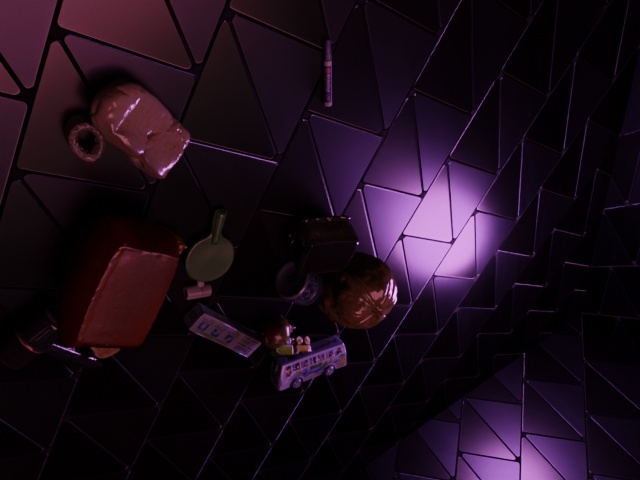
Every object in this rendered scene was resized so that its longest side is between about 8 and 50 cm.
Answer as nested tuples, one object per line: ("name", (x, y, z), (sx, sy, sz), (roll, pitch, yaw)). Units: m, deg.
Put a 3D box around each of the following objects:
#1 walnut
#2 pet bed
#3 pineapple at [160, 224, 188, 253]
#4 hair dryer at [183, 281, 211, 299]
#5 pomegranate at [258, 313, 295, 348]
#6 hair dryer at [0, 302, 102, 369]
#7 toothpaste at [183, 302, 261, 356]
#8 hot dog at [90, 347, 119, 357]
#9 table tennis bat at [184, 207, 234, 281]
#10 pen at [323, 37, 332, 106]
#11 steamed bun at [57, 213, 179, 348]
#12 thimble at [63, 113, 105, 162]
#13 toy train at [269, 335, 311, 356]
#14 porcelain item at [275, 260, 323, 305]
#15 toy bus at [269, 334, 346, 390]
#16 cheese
("walnut", (0.137, 0.188, 2.120), (0.253, 0.277, 0.282), (19, 100, -37))
("pet bed", (0.000, 0.000, 1.951), (0.211, 0.159, 0.183), (-5, 139, -28))
("pineapple", (-0.457, 0.009, 1.681), (0.114, 0.077, 0.114), (38, 113, -14))
("hair dryer", (-0.391, 0.125, 1.838), (0.082, 0.047, 0.137), (-6, 123, -33))
("pomegranate", (-0.160, 0.327, 2.137), (0.159, 0.129, 0.129), (-40, 147, -42))
("hair dryer", (-0.751, 0.312, 1.695), (0.189, 0.107, 0.352), (-39, 147, 2))
("toothpaste", (-0.342, 0.323, 2.028), (0.081, 0.067, 0.336), (-45, 140, 3))
("hot dog", (-0.675, 0.259, 1.712), (0.084, 0.073, 0.242), (-25, 137, -15))
("table tennis bat", (-0.334, 0.017, 1.772), (0.160, 0.039, 0.257), (-1, 120, -36))
("pen", (0.021, -0.478, 1.638), (0.025, 0.025, 0.204), (-22, 136, -21))
("steamed bun", (-0.553, 0.099, 1.531), (0.235, 0.248, 0.379), (14, 111, -41))
("thimble", (-0.563, -0.242, 1.368), (0.084, 0.062, 0.110), (-16, 133, -25))
("toy train", (-0.119, 0.421, 2.266), (0.202, 0.081, 0.060), (10, 157, -43))
("porcelain item", (-0.073, 0.153, 2.025), (0.147, 0.147, 0.114), (-48, 141, 7))
("toy bus", (-0.050, 0.509, 2.390), (0.329, 0.109, 0.136), (-15, 123, -27))
("cheese", (-0.438, -0.271, 1.389), (0.263, 0.093, 0.159), (52, 55, -51))
